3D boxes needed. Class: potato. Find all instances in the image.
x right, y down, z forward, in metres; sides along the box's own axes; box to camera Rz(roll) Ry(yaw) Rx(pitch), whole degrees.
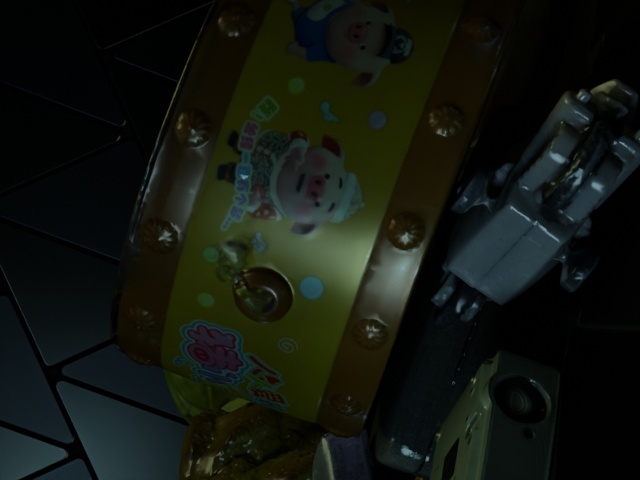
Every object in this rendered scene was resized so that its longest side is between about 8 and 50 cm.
[{"bbox_3d":[0.165,-0.178,1.831,0.161,0.128,0.235,91,-172,-55],"label":"potato"}]

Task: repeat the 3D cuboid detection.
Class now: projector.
[{"bbox_3d":[0.116,0.167,1.324,0.115,0.061,0.147,119,169,-45],"label":"projector"}]

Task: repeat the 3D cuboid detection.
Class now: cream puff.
[{"bbox_3d":[-0.054,0.269,1.770,0.244,0.196,0.244,-52,23,32],"label":"cream puff"}]

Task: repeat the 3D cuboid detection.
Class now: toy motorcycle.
[{"bbox_3d":[0.163,-0.036,1.418,0.171,0.110,0.260,-59,3,-39],"label":"toy motorcycle"}]

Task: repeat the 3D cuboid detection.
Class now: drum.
[{"bbox_3d":[0.007,-0.066,1.512,0.431,0.214,0.431,21,-90,-86],"label":"drum"}]

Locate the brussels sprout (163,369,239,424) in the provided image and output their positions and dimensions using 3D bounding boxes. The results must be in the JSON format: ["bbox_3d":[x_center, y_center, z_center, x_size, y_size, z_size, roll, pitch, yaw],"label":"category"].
[{"bbox_3d":[-0.090,0.131,2.188,0.244,0.244,0.244,-159,90,-84],"label":"brussels sprout"}]

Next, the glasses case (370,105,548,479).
[{"bbox_3d":[0.127,0.044,1.577,0.131,0.074,0.323,-174,104,-83],"label":"glasses case"}]

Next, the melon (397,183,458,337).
[{"bbox_3d":[0.000,0.000,1.939,0.330,0.268,0.268,-44,22,43],"label":"melon"}]

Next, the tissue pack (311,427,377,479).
[{"bbox_3d":[0.029,0.250,1.573,0.112,0.051,0.156,97,164,-59],"label":"tissue pack"}]

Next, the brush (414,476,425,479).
[{"bbox_3d":[0.085,0.225,1.657,0.083,0.011,0.205,-123,54,-83],"label":"brush"}]

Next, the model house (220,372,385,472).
[{"bbox_3d":[0.000,0.234,1.986,0.211,0.170,0.194,-31,20,32],"label":"model house"}]
